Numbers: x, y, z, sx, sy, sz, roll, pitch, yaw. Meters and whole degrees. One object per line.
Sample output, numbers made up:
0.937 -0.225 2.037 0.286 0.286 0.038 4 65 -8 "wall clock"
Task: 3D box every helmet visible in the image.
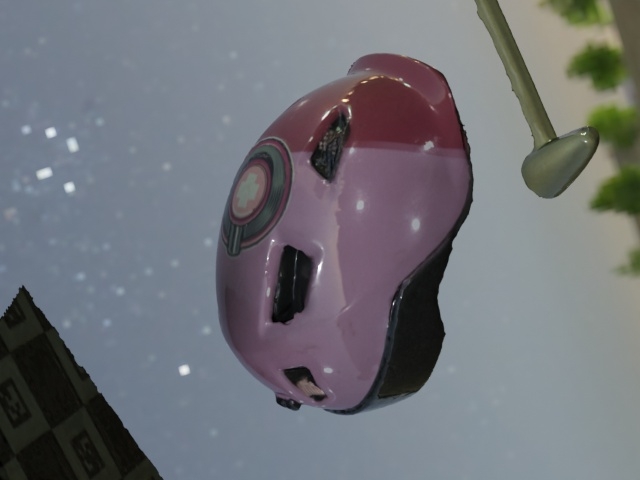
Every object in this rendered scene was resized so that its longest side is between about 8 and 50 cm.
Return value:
0.000 0.000 1.262 0.198 0.154 0.253 13 110 59 "helmet"

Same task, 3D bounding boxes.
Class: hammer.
0.100 -0.121 0.977 0.195 0.028 0.060 67 156 17 "hammer"

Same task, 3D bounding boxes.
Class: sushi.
-0.196 0.239 1.251 0.320 0.068 0.339 57 -160 -18 "sushi"
